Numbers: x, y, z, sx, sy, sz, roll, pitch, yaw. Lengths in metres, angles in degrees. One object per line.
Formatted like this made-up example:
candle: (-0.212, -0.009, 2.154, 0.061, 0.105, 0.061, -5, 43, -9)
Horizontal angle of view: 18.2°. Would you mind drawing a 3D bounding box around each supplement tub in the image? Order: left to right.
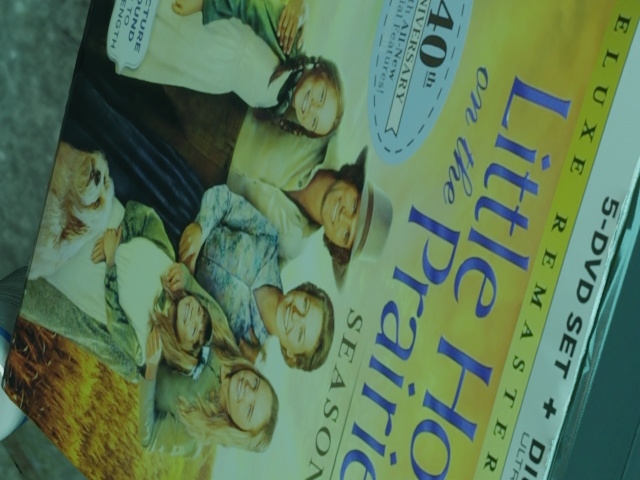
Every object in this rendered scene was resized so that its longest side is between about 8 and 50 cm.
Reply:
supplement tub: (-0.163, 0.058, 1.058, 0.071, 0.107, 0.071, 9, 113, 22)

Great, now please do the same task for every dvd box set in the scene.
dvd box set: (0.000, 0.000, 0.809, 0.420, 0.062, 0.308, 33, 111, 55)
